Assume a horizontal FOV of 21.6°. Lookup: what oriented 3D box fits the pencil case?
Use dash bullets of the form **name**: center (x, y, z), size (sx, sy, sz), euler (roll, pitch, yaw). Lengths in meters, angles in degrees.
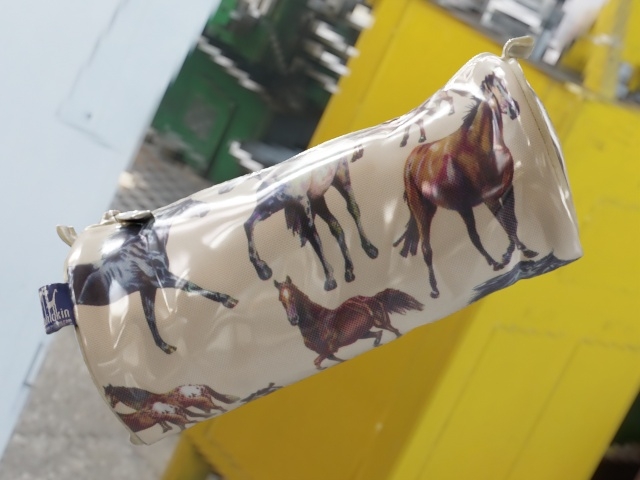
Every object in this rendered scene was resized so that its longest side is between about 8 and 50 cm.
- **pencil case**: center (0.000, 0.000, 1.258), size (0.183, 0.410, 0.160), euler (66, 11, -4)
